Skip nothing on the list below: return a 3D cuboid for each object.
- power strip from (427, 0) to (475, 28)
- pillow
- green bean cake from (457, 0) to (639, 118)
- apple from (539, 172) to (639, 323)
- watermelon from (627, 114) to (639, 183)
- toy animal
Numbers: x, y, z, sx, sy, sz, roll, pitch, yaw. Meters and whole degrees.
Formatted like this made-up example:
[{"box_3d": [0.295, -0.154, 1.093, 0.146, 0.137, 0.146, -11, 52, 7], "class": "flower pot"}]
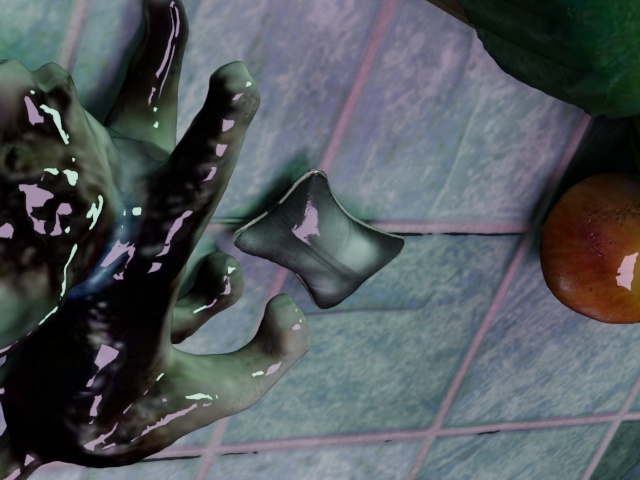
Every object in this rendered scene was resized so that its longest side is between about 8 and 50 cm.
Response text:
[{"box_3d": [0.125, -0.205, 1.224, 0.387, 0.066, 0.092, 21, 116, -43], "class": "power strip"}, {"box_3d": [0.001, 0.002, 1.331, 0.091, 0.055, 0.135, -19, 143, 30], "class": "pillow"}, {"box_3d": [0.199, -0.277, 1.086, 0.300, 0.169, 0.308, -46, 133, -8], "class": "green bean cake"}, {"box_3d": [0.263, 0.006, 1.466, 0.146, 0.146, 0.146, -18, 135, -19], "class": "apple"}, {"box_3d": [0.345, -0.126, 1.333, 0.331, 0.189, 0.331, -35, 138, -40], "class": "watermelon"}, {"box_3d": [-0.178, 0.025, 1.138, 0.302, 0.194, 0.344, -28, 132, -18], "class": "toy animal"}]
